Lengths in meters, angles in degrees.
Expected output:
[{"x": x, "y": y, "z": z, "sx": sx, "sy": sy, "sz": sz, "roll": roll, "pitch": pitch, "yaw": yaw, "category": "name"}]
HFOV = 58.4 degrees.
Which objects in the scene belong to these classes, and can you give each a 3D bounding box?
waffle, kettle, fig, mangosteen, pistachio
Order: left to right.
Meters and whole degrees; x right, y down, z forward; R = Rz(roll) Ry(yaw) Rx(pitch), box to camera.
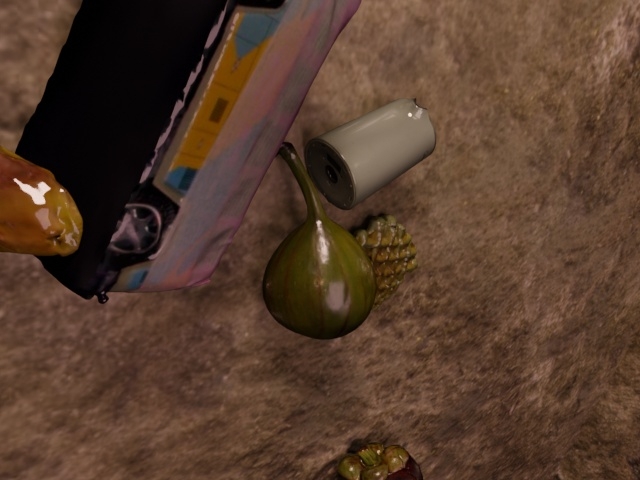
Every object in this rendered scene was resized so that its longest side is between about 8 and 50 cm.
[{"x": -0.269, "y": -0.033, "z": 0.443, "sx": 0.089, "sy": 0.173, "sz": 0.049, "roll": -63, "pitch": 172, "yaw": 20, "category": "pistachio"}, {"x": 0.000, "y": 0.000, "z": 0.737, "sx": 0.151, "sy": 0.151, "sz": 0.259, "roll": -12, "pitch": 111, "yaw": -35, "category": "fig"}, {"x": 0.079, "y": 0.047, "z": 0.900, "sx": 0.169, "sy": 0.036, "sz": 0.183, "roll": -45, "pitch": 138, "yaw": -4, "category": "waffle"}, {"x": 0.069, "y": -0.105, "z": 0.739, "sx": 0.148, "sy": 0.098, "sz": 0.126, "roll": -32, "pitch": 130, "yaw": -25, "category": "kettle"}, {"x": 0.128, "y": 0.495, "z": 1.186, "sx": 0.166, "sy": 0.166, "sz": 0.180, "roll": -35, "pitch": 112, "yaw": -18, "category": "mangosteen"}]

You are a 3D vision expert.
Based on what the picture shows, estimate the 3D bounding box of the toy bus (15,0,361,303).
[{"x": -0.112, "y": -0.143, "z": 0.510, "sx": 0.162, "sy": 0.171, "sz": 0.386, "roll": 7, "pitch": 116, "yaw": -60, "category": "toy bus"}]
